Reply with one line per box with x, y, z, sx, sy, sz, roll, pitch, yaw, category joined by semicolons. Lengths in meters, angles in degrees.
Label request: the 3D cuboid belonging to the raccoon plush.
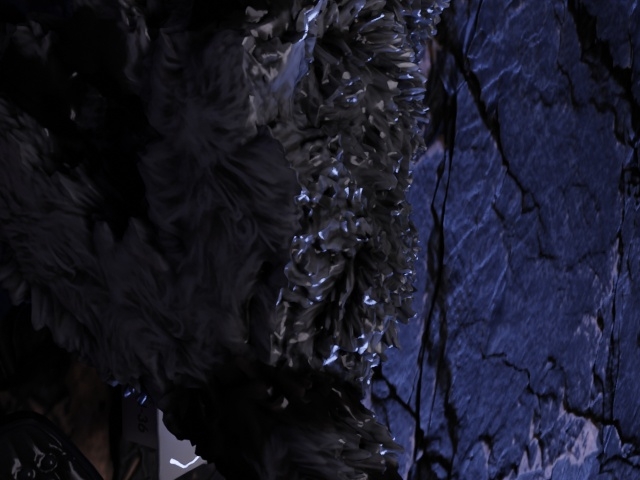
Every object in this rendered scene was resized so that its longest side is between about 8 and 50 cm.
0.000;0.000;0.963;0.299;0.216;0.446;-29;109;-52;raccoon plush

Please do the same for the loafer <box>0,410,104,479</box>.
-0.136;0.187;0.993;0.076;0.078;0.223;-27;115;-10;loafer

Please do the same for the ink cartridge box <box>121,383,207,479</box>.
-0.060;0.055;1.064;0.198;0.067;0.115;-27;123;-53;ink cartridge box
